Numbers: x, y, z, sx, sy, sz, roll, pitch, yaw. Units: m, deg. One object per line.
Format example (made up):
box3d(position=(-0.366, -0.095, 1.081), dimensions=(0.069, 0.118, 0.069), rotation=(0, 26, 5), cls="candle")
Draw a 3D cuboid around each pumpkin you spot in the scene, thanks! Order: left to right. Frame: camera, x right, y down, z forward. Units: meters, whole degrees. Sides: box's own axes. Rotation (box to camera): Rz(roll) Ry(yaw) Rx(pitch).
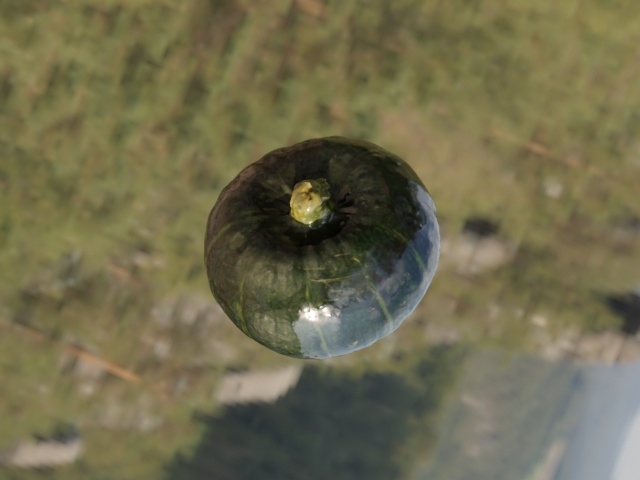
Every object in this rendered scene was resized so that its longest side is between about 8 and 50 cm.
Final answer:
box3d(position=(0.000, 0.002, 1.332), dimensions=(0.125, 0.167, 0.167), rotation=(58, 45, -33), cls="pumpkin")
